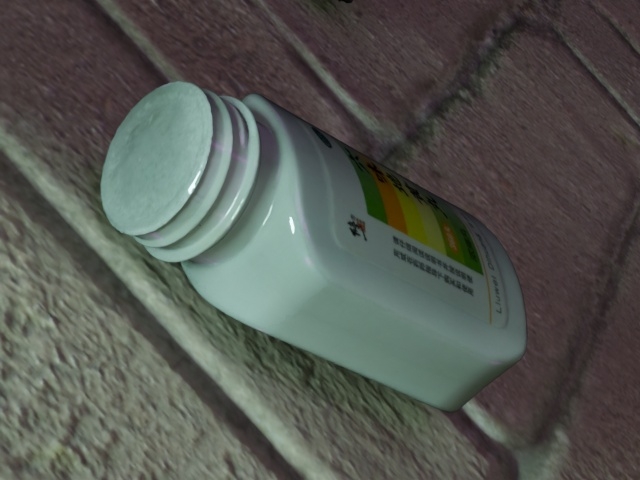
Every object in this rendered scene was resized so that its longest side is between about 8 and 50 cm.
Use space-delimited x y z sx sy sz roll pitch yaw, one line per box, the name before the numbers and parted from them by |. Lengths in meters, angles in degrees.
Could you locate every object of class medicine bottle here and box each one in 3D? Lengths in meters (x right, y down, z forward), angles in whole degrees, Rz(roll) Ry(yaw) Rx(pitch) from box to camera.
medicine bottle | 0.000 0.000 1.229 0.324 0.124 0.179 26 34 -39

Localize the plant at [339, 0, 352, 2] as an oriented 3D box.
plant | 0.013 -0.364 1.691 0.234 0.178 0.204 54 26 -3
